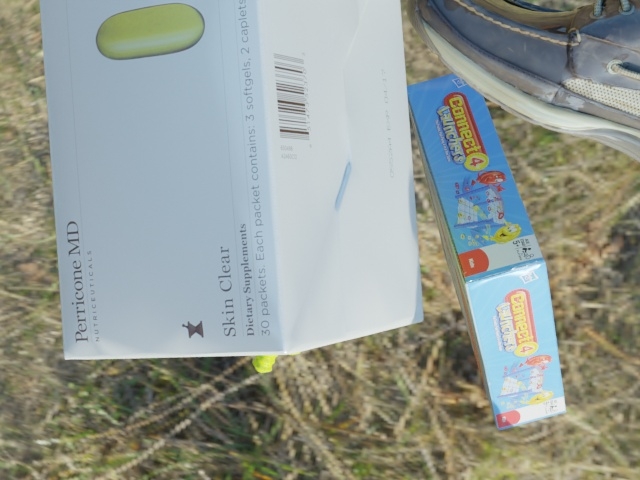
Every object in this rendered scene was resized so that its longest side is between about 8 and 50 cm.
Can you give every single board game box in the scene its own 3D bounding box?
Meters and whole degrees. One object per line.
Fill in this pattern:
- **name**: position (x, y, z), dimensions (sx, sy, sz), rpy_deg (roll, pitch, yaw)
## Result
- **board game box**: position (0.194, 0.014, 1.467), dimensions (0.086, 0.301, 0.308), rpy_deg (-16, 140, 3)

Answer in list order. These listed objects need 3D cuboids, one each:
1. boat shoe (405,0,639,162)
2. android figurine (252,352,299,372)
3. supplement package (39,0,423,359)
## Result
- **boat shoe**: position (0.242, -0.144, 0.985), dimensions (0.355, 0.132, 0.130), rpy_deg (25, 117, -5)
- **android figurine**: position (0.000, 0.000, 1.177), dimensions (0.248, 0.056, 0.272), rpy_deg (-22, 137, -64)
- **supplement package**: position (-0.048, -0.068, 0.757), dimensions (0.204, 0.145, 0.261), rpy_deg (-3, 89, -64)
